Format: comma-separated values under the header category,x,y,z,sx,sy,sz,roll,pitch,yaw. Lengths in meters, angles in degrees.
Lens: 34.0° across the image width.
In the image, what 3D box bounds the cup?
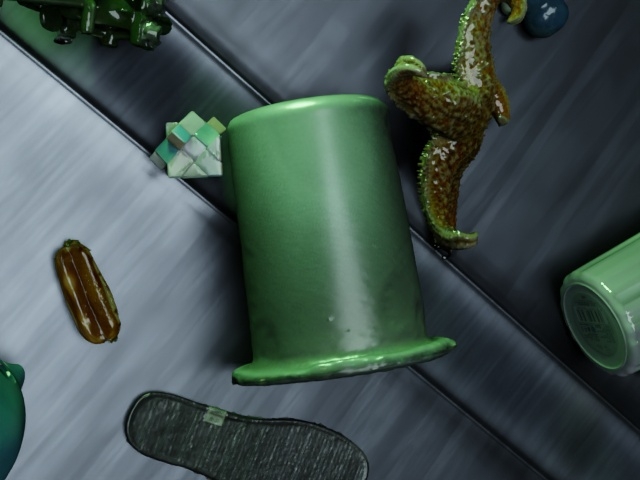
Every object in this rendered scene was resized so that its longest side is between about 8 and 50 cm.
category,x,y,z,sx,sy,sz,roll,pitch,yaw
cup,0.441,0.093,1.352,0.202,0.167,0.221,-24,99,-17

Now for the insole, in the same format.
category,x,y,z,sx,sy,sz,roll,pitch,yaw
insole,-0.080,0.244,1.218,0.310,0.012,0.110,23,84,-22

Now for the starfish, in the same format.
category,x,y,z,sx,sy,sz,roll,pitch,yaw
starfish,0.156,-0.126,1.185,0.113,0.312,0.303,11,71,20

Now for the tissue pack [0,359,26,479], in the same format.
category,x,y,z,sx,sy,sz,roll,pitch,yaw
tissue pack,-0.410,0.134,0.972,0.206,0.198,0.287,-45,105,-14

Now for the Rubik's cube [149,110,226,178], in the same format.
category,x,y,z,sx,sy,sz,roll,pitch,yaw
Rubik's cube,-0.143,-0.105,1.143,0.084,0.075,0.073,-1,95,-22

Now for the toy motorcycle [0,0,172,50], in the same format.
category,x,y,z,sx,sy,sz,roll,pitch,yaw
toy motorcycle,-0.226,-0.295,1.038,0.275,0.127,0.205,5,92,-64

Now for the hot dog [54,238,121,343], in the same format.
category,x,y,z,sx,sy,sz,roll,pitch,yaw
hot dog,-0.251,0.056,1.127,0.049,0.037,0.122,-19,94,-10

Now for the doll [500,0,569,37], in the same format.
category,x,y,z,sx,sy,sz,roll,pitch,yaw
doll,0.275,-0.296,1.329,0.083,0.050,0.076,44,80,-20

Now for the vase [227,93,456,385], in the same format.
category,x,y,z,sx,sy,sz,roll,pitch,yaw
vase,0.000,0.000,1.142,0.245,0.245,0.291,-8,86,-22
